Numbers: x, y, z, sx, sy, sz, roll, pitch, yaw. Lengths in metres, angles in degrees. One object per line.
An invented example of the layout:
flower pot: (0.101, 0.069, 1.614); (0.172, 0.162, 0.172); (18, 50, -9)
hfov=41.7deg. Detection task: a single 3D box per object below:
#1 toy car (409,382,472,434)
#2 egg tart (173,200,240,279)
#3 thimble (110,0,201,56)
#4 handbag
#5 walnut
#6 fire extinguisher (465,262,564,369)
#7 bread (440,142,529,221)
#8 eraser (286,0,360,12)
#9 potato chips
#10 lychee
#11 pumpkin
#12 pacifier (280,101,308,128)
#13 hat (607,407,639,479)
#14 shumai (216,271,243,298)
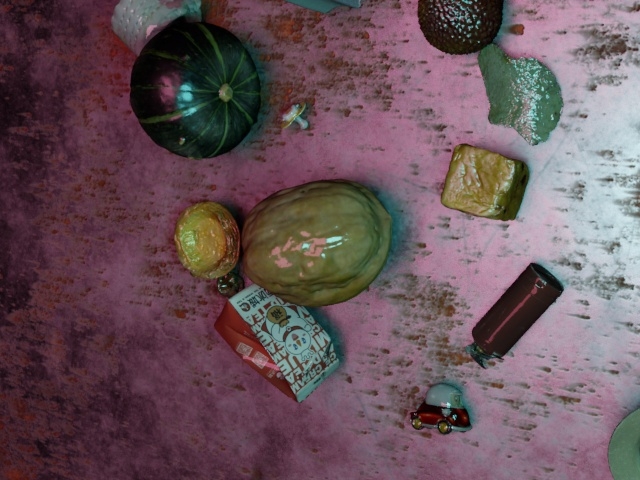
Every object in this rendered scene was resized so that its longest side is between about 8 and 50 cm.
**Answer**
toy car: (0.279, 0.387, 1.945); (0.139, 0.112, 0.112); (-1, 82, 35)
egg tart: (-0.279, 0.000, 2.147); (0.212, 0.090, 0.213); (0, 91, 33)
thimble: (-0.400, -0.549, 2.082); (0.149, 0.185, 0.211); (43, 96, 13)
handbag: (-0.103, 0.248, 2.044); (0.298, 0.171, 0.151); (50, 142, 11)
walnut: (0.001, 0.003, 1.905); (0.343, 0.306, 0.306); (-21, 88, 17)
fire extinguisher: (0.417, 0.179, 1.852); (0.105, 0.104, 0.269); (42, 112, 14)
bread: (0.354, -0.123, 1.808); (0.158, 0.149, 0.143); (22, 103, 21)
eraser: (-0.032, -0.646, 1.797); (0.122, 0.359, 0.273); (1, 98, 24)
potato chips: (0.414, -0.320, 1.801); (0.228, 0.059, 0.167); (33, 119, 18)
lychee: (0.294, -0.487, 1.772); (0.194, 0.194, 0.195); (4, 99, 25)
pumpkin: (-0.292, -0.352, 1.994); (0.241, 0.323, 0.324); (9, 102, 53)
pacifier: (-0.058, -0.295, 2.036); (0.083, 0.068, 0.064); (-45, 112, 8)
hat: (0.729, 0.435, 1.716); (0.257, 0.130, 0.258); (4, 99, 26)
shumai: (-0.244, 0.118, 2.158); (0.082, 0.080, 0.083); (-17, 91, 28)
